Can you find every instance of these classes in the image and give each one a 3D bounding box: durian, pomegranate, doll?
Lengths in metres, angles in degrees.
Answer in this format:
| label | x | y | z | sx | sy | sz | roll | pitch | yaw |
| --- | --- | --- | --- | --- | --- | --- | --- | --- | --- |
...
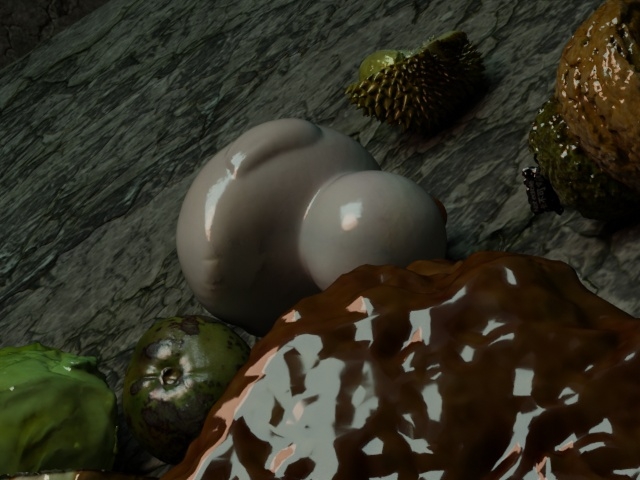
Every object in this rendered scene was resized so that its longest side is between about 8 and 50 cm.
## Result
| label | x | y | z | sx | sy | sz | roll | pitch | yaw |
| --- | --- | --- | --- | --- | --- | --- | --- | --- | --- |
| durian | 0.112 | -0.172 | 1.844 | 0.146 | 0.102 | 0.208 | -19 | 6 | 35 |
| pomegranate | -0.129 | 0.141 | 1.556 | 0.163 | 0.125 | 0.138 | -25 | 59 | 52 |
| durian | -0.312 | 0.212 | 1.636 | 0.255 | 0.204 | 0.339 | -28 | 11 | -12 |
| doll | 0.000 | 0.000 | 1.560 | 0.251 | 0.221 | 0.221 | -11 | 11 | -25 |

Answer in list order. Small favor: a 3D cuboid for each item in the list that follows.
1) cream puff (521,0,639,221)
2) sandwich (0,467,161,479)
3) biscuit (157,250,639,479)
| label | x | y | z | sx | sy | sz | roll | pitch | yaw |
| --- | --- | --- | --- | --- | --- | --- | --- | --- | --- |
| cream puff | 0.242 | -0.090 | 1.401 | 0.169 | 0.183 | 0.183 | -38 | 19 | 34 |
| sandwich | -0.152 | 0.292 | 1.336 | 0.155 | 0.227 | 0.198 | -12 | 69 | 44 |
| biscuit | 0.101 | 0.197 | 0.826 | 0.395 | 0.166 | 0.343 | 31 | 71 | 27 |
